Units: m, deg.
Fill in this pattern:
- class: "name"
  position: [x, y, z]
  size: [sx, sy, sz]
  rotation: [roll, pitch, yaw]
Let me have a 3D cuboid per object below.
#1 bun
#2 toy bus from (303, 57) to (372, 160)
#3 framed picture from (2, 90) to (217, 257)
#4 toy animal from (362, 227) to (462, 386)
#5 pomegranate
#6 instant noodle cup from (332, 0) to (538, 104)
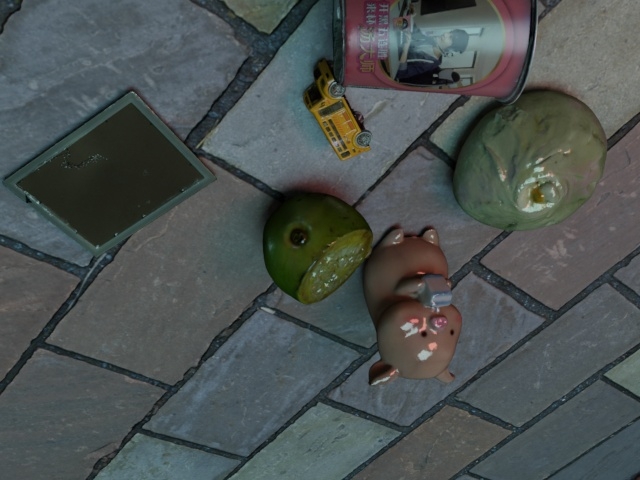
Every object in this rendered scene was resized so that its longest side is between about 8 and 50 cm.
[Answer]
- class: "bun"
  position: [0.389, -0.117, 1.182]
  size: [0.283, 0.179, 0.283]
  rotation: [-10, 132, -11]
- class: "toy bus"
  position: [0.024, -0.209, 1.075]
  size: [0.074, 0.069, 0.162]
  rotation: [-26, 133, 10]
- class: "framed picture"
  position: [-0.344, -0.101, 1.101]
  size: [0.273, 0.016, 0.216]
  rotation: [-30, 132, 11]
- class: "toy animal"
  position: [0.190, 0.136, 1.311]
  size: [0.195, 0.256, 0.213]
  rotation: [5, 139, -21]
- class: "pomegranate"
  position: [0.000, -0.008, 1.195]
  size: [0.241, 0.159, 0.190]
  rotation: [-23, 148, -34]
- class: "instant noodle cup"
  position: [0.147, -0.305, 0.940]
  size: [0.255, 0.244, 0.244]
  rotation: [-2, 131, -2]
